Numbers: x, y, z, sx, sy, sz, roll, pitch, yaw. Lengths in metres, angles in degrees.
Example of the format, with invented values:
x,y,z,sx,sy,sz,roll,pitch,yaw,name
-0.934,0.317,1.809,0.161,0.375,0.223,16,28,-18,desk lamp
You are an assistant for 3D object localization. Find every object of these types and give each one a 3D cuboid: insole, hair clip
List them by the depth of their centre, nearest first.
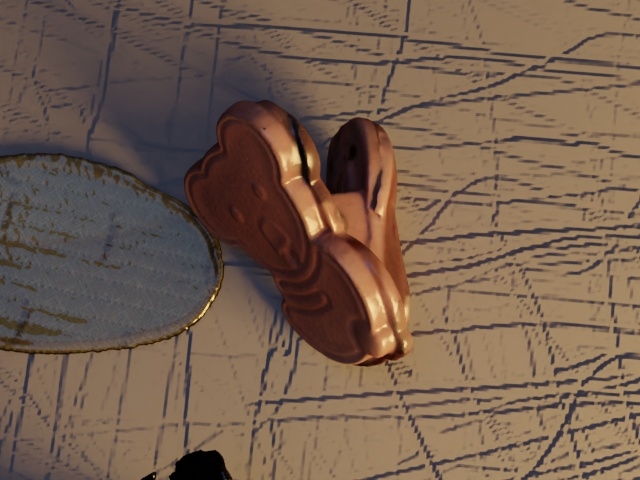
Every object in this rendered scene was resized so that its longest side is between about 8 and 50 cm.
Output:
x,y,z,sx,sy,sz,roll,pitch,yaw,name
-0.010,0.001,0.975,0.102,0.123,0.138,0,74,-23,hair clip
-0.226,-0.009,1.037,0.348,0.009,0.119,13,80,6,insole

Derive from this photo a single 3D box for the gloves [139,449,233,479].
x,y,z,sx,sy,sz,roll,pitch,yaw,name
-0.071,0.178,0.901,0.106,0.180,0.129,-26,77,-2,gloves
